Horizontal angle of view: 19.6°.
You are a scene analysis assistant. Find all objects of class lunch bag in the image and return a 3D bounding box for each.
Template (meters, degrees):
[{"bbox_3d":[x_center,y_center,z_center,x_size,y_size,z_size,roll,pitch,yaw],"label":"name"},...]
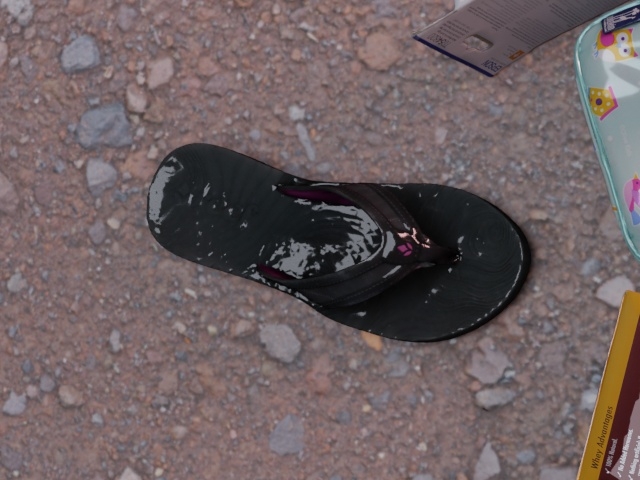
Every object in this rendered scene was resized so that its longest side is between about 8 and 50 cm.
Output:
[{"bbox_3d":[0.375,-0.118,1.770,0.224,0.108,0.279,-18,78,23],"label":"lunch bag"}]

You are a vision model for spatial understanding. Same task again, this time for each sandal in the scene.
[{"bbox_3d":[-0.002,0.002,1.940,0.446,0.107,0.167,12,91,26],"label":"sandal"}]

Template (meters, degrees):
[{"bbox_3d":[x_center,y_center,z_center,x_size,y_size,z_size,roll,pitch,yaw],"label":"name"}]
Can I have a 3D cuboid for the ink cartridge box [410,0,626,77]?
[{"bbox_3d":[0.214,-0.246,1.796,0.224,0.223,0.045,-28,74,19],"label":"ink cartridge box"}]

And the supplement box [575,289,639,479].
[{"bbox_3d":[0.369,0.162,1.737,0.194,0.129,0.191,15,92,26],"label":"supplement box"}]
